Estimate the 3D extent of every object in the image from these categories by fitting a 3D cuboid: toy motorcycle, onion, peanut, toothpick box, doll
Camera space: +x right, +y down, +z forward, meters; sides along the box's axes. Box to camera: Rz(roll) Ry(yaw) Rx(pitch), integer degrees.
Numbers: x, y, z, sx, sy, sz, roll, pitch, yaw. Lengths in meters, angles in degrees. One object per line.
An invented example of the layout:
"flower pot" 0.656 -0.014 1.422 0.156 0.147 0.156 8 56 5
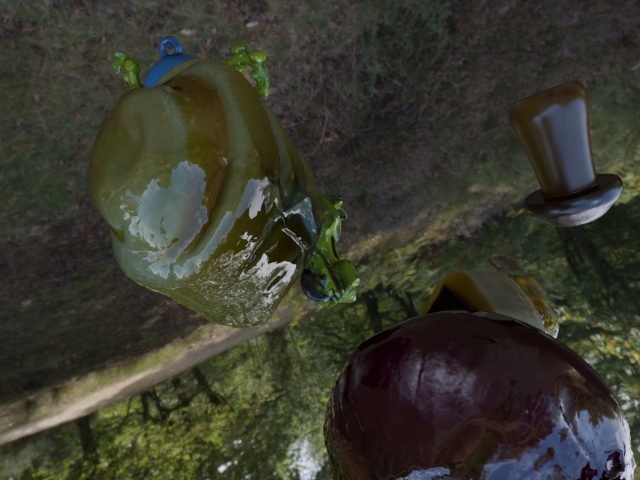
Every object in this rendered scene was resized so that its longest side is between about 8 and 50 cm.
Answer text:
"toy motorcycle" -0.001 0.001 1.128 0.205 0.343 0.142 -5 155 -31
"onion" 0.160 0.208 0.508 0.336 0.261 0.281 17 -154 33
"peanut" 0.532 0.173 1.123 0.087 0.207 0.087 0 131 1
"toothpick box" 0.517 -0.177 0.964 0.191 0.295 0.192 -21 -171 4
"doll" -0.229 -0.229 0.881 0.345 0.342 0.099 -8 -157 22

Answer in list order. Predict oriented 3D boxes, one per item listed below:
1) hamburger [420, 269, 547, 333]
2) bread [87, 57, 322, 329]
"hamburger" 0.295 0.183 0.819 0.227 0.151 0.295 -56 -160 24
"bread" -0.122 -0.061 0.593 0.210 0.301 0.341 4 154 20
